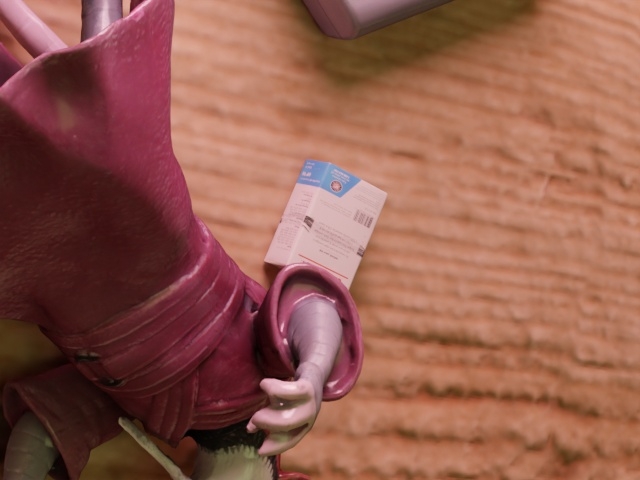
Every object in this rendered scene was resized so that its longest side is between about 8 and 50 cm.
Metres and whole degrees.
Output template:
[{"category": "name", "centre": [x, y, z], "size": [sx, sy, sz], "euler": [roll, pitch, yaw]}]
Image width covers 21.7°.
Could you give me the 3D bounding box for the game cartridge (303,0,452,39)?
[{"category": "game cartridge", "centre": [0.034, -0.274, 0.951], "size": [0.196, 0.060, 0.294], "euler": [-24, 109, -24]}]

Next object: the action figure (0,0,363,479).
[{"category": "action figure", "centre": [-0.110, 0.020, 0.867], "size": [0.275, 0.248, 0.370], "euler": [-87, 153, -45]}]

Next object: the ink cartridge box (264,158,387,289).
[{"category": "ink cartridge box", "centre": [0.000, 0.000, 0.984], "size": [0.048, 0.028, 0.083], "euler": [27, 82, -33]}]
